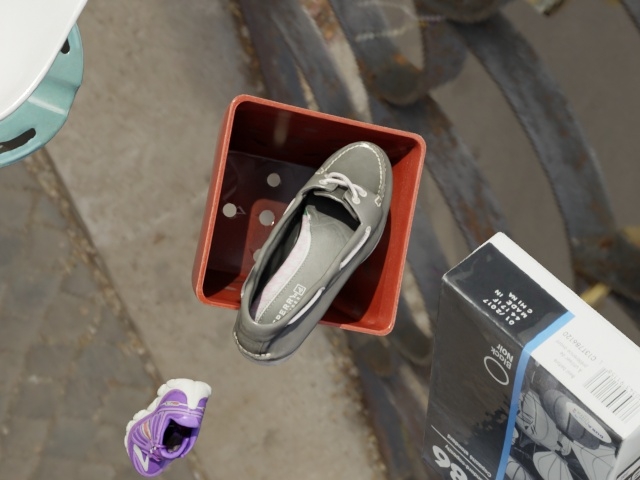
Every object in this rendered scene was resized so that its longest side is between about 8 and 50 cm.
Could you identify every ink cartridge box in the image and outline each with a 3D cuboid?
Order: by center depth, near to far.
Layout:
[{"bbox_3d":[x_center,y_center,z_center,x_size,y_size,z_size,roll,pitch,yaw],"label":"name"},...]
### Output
[{"bbox_3d":[0.155,0.152,0.969,0.065,0.165,0.332,-37,150,-21],"label":"ink cartridge box"}]

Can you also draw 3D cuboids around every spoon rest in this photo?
[{"bbox_3d":[-0.204,-0.175,0.923,0.276,0.137,0.084,-37,178,-24],"label":"spoon rest"}]

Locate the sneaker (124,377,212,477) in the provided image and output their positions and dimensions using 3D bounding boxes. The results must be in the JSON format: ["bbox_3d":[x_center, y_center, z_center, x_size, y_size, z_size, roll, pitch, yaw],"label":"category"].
[{"bbox_3d":[-0.171,0.215,1.431,0.068,0.071,0.170,16,138,-15],"label":"sneaker"}]

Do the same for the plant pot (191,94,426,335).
[{"bbox_3d":[-0.044,-0.031,1.783,0.267,0.236,0.267,11,87,-18],"label":"plant pot"}]

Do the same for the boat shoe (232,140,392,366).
[{"bbox_3d":[0.000,0.000,1.593,0.335,0.112,0.095,-60,167,-25],"label":"boat shoe"}]

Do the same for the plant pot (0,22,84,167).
[{"bbox_3d":[-0.475,-0.244,1.640,0.341,0.334,0.341,-12,113,-30],"label":"plant pot"}]
